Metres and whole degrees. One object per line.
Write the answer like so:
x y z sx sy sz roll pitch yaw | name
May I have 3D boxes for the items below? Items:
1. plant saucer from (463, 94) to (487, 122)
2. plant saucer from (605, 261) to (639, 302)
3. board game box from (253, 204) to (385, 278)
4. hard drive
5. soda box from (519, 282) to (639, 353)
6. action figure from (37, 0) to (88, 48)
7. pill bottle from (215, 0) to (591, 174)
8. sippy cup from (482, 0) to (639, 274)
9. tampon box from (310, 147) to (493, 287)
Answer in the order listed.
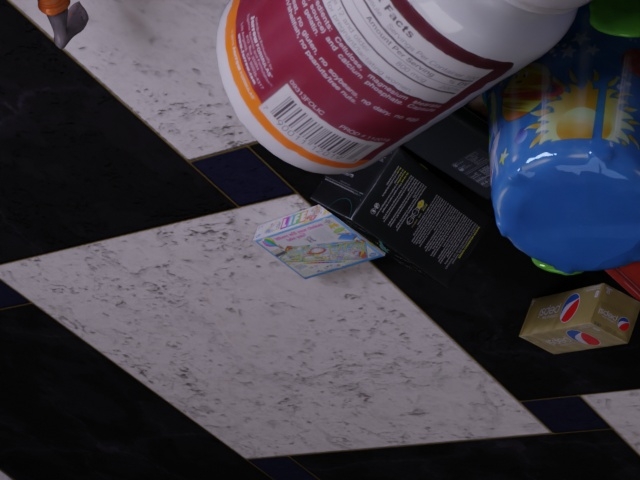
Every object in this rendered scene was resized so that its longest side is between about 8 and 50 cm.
0.214 -0.119 1.558 0.199 0.036 0.198 13 148 8 | plant saucer
0.477 0.043 1.677 0.259 0.047 0.258 -16 136 44 | plant saucer
0.000 0.000 1.860 0.154 0.026 0.103 -17 135 43 | board game box
0.163 -0.100 1.554 0.135 0.022 0.094 31 147 -22 | hard drive
0.328 0.102 1.789 0.061 0.058 0.181 27 162 -15 | soda box
-0.269 -0.270 1.358 0.341 0.178 0.330 24 158 -8 | action figure
0.090 -0.228 1.263 0.224 0.224 0.392 31 146 -21 | pill bottle
0.259 -0.099 1.351 0.240 0.224 0.305 -17 130 30 | sippy cup
0.095 -0.038 1.639 0.161 0.101 0.120 35 177 -29 | tampon box
